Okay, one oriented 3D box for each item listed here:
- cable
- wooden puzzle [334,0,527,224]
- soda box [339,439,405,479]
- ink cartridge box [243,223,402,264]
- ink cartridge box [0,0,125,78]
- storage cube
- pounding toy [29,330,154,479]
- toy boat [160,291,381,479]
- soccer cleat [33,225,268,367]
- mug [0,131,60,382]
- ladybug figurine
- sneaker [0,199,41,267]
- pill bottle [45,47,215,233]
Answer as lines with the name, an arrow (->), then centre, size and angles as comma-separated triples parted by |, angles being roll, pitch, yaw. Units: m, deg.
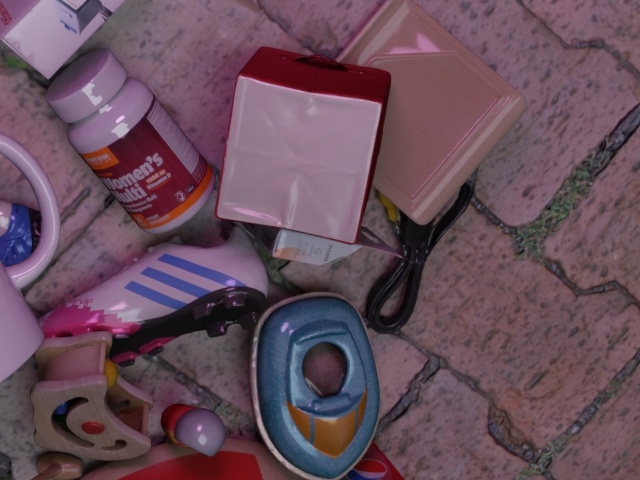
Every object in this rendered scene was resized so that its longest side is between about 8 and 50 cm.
cable -> 0.132, -0.006, 2.095 | 0.139, 0.072, 0.287 | -4, 123, -19
wooden puzzle -> 0.120, -0.175, 1.986 | 0.238, 0.044, 0.221 | 40, 94, -4
soda box -> 0.086, 0.382, 2.104 | 0.083, 0.263, 0.092 | -16, 116, -15
ink cartridge box -> 0.000, 0.000, 1.982 | 0.179, 0.145, 0.045 | 15, 101, -23
ink cartridge box -> -0.296, -0.298, 1.754 | 0.191, 0.139, 0.082 | -47, 121, 2
storage cube -> -0.018, -0.120, 1.870 | 0.183, 0.193, 0.215 | 12, 107, 2
pounding toy -> -0.297, 0.249, 1.935 | 0.154, 0.155, 0.269 | 3, 145, -5
toy boat -> -0.058, 0.221, 2.018 | 0.318, 0.148, 0.268 | -15, 98, -21
soccer cleat -> -0.228, 0.074, 1.960 | 0.331, 0.143, 0.116 | -14, 147, 6
mug -> -0.482, 0.018, 1.737 | 0.374, 0.276, 0.328 | -32, 104, -11
ladybug figurine -> -0.200, 0.438, 2.076 | 0.449, 0.162, 0.305 | -13, 115, -15
sneaker -> -0.386, 0.030, 1.898 | 0.084, 0.058, 0.152 | 13, 99, -16
pill bottle -> -0.237, -0.124, 1.857 | 0.121, 0.121, 0.221 | -39, 119, -3
